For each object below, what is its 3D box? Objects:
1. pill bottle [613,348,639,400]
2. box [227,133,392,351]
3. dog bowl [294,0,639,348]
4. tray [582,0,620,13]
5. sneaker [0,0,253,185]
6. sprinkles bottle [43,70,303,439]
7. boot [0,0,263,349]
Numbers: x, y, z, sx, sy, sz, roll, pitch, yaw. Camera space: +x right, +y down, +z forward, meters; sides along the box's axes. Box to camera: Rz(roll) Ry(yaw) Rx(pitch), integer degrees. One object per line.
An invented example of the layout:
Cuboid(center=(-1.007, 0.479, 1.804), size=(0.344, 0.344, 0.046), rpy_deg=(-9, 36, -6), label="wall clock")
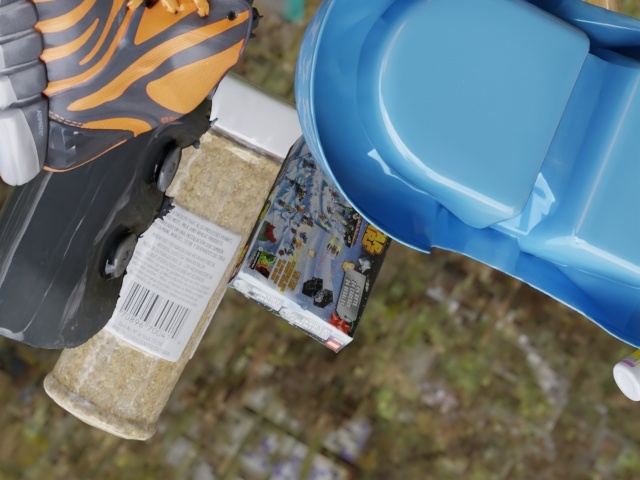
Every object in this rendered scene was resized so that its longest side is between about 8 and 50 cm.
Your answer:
Cuboid(center=(0.337, 0.123, 1.804), size=(0.043, 0.083, 0.043), rpy_deg=(50, 159, 27), label="pill bottle")
Cuboid(center=(0.000, 0.000, 1.284), size=(0.094, 0.137, 0.027), rpy_deg=(32, 143, -11), label="box")
Cuboid(center=(0.119, -0.052, 0.917), size=(0.297, 0.166, 0.074), rpy_deg=(23, 177, -20), label="dog bowl")
Cuboid(center=(0.095, -0.234, 1.171), size=(0.076, 0.203, 0.411), rpy_deg=(10, 117, 46), label="tray")
Cuboid(center=(-0.141, -0.183, 1.097), size=(0.124, 0.180, 0.321), rpy_deg=(58, 161, 33), label="sneaker")
Cuboid(center=(-0.138, 0.011, 1.727), size=(0.121, 0.355, 0.121), rpy_deg=(27, -176, -2), label="sprinkles bottle")
Cuboid(center=(-0.161, -0.126, 1.362), size=(0.146, 0.445, 0.367), rpy_deg=(34, -169, 13), label="boot")
